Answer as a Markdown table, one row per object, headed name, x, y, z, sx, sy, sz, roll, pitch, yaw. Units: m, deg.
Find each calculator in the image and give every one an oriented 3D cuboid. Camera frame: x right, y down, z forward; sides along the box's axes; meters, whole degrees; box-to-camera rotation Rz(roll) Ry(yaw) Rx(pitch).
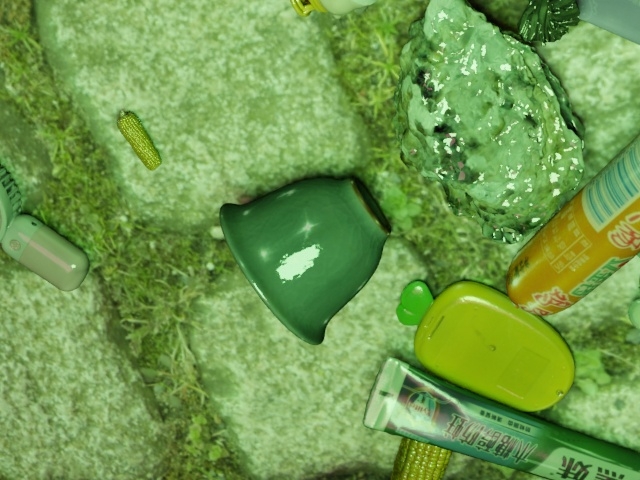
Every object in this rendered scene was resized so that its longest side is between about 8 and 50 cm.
| name | x | y | z | sx | sy | sz | roll | pitch | yaw |
| --- | --- | --- | --- | --- | --- | --- | --- | --- | --- |
| calculator | 0.198 | 0.127 | 1.345 | 0.235 | 0.032 | 0.146 | 28 | 121 | 0 |

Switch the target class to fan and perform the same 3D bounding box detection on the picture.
| name | x | y | z | sx | sy | sz | roll | pitch | yaw |
| --- | --- | --- | --- | --- | --- | --- | --- | --- | --- |
| fan | -0.411 | -0.019 | 1.444 | 0.244 | 0.074 | 0.130 | 34 | 121 | -2 |

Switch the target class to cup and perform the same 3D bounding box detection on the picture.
| name | x | y | z | sx | sy | sz | roll | pitch | yaw |
| --- | --- | --- | --- | --- | --- | --- | --- | --- | --- |
| cup | 0.000 | 0.000 | 1.276 | 0.150 | 0.199 | 0.199 | -35 | 102 | 11 |

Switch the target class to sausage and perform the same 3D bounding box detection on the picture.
| name | x | y | z | sx | sy | sz | roll | pitch | yaw |
| --- | --- | --- | --- | --- | --- | --- | --- | --- | --- |
| sausage | 0.289 | -0.002 | 1.181 | 0.093 | 0.093 | 0.312 | 35 | 141 | -2 |

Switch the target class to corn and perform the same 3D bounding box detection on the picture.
| name | x | y | z | sx | sy | sz | roll | pitch | yaw |
| --- | --- | --- | --- | --- | --- | --- | --- | --- | --- |
| corn | -0.224 | -0.125 | 1.358 | 0.027 | 0.028 | 0.083 | -23 | 111 | 21 |
| corn | 0.128 | 0.300 | 1.436 | 0.068 | 0.068 | 0.207 | 19 | 119 | 8 |

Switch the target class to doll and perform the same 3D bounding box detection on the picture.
| name | x | y | z | sx | sy | sz | roll | pitch | yaw |
| --- | --- | --- | --- | --- | --- | --- | --- | --- | --- |
| doll | 0.034 | -0.274 | 1.179 | 0.127 | 0.073 | 0.084 | -14 | 144 | 28 |

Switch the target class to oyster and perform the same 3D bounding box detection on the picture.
| name | x | y | z | sx | sy | sz | roll | pitch | yaw |
| --- | --- | --- | --- | --- | --- | --- | --- | --- | --- |
| oyster | 0.165 | -0.130 | 1.181 | 0.267 | 0.112 | 0.198 | 45 | 120 | -4 |

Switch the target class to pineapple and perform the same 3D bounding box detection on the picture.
| name | x | y | z | sx | sy | sz | roll | pitch | yaw |
| --- | --- | --- | --- | --- | --- | --- | --- | --- | --- |
| pineapple | 0.228 | -0.275 | 1.095 | 0.074 | 0.074 | 0.159 | 5 | 110 | 16 |

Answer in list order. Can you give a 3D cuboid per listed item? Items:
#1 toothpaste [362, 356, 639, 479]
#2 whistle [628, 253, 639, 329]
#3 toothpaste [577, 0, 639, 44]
| name | x | y | z | sx | sy | sz | roll | pitch | yaw |
| --- | --- | --- | --- | --- | --- | --- | --- | --- | --- |
| toothpaste | 0.248 | 0.245 | 1.348 | 0.392 | 0.061 | 0.098 | 18 | 105 | -2 |
| whistle | 0.378 | 0.002 | 1.199 | 0.114 | 0.077 | 0.235 | -2 | 114 | 31 |
| toothpaste | 0.388 | -0.216 | 1.088 | 0.371 | 0.080 | 0.125 | 30 | 120 | 9 |
